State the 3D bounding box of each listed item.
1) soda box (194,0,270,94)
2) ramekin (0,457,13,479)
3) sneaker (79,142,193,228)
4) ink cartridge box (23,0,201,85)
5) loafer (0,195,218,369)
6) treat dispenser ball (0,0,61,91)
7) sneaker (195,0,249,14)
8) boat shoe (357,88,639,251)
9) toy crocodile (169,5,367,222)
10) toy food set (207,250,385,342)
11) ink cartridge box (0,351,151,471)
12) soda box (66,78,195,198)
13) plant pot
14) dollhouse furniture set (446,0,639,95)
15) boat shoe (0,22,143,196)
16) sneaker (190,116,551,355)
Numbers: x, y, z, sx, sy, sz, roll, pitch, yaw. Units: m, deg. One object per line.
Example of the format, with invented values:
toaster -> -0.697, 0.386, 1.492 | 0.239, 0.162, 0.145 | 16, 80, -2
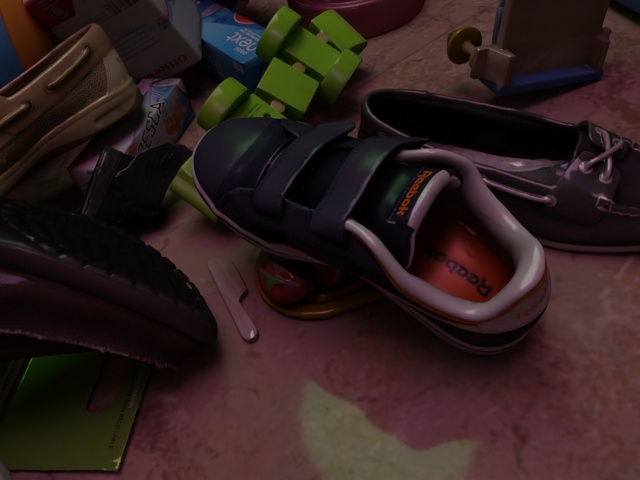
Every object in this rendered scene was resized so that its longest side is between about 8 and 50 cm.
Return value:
soda box -> -0.123, -0.262, 0.891 | 0.071, 0.067, 0.210 | -34, 48, -18
ramekin -> -0.271, 0.234, 0.410 | 0.207, 0.109, 0.207 | -8, 44, 8
sneaker -> -0.205, -0.033, 0.688 | 0.051, 0.089, 0.170 | 4, 75, 66
ink cartridge box -> -0.251, -0.295, 0.818 | 0.128, 0.176, 0.127 | -22, 52, 16
loafer -> -0.259, 0.035, 0.504 | 0.130, 0.366, 0.134 | -64, 23, 9
treat dispenser ball -> -0.466, -0.226, 0.791 | 0.288, 0.288, 0.288 | -8, 45, 8
sneaker -> -0.151, -0.412, 0.903 | 0.146, 0.293, 0.102 | 4, 76, -27
boat shoe -> 0.183, -0.072, 0.597 | 0.335, 0.095, 0.112 | 14, 51, 27
toy crocodile -> -0.048, -0.154, 0.743 | 0.115, 0.105, 0.340 | 33, 60, -4
toy food set -> 0.000, 0.000, 0.594 | 0.217, 0.071, 0.128 | -20, 44, -5
ink cartridge box -> -0.280, 0.092, 0.562 | 0.255, 0.097, 0.189 | -4, 45, 12
soda box -> -0.223, -0.122, 0.786 | 0.063, 0.058, 0.183 | 5, 48, 20
plant pot -> 0.040, -0.409, 0.913 | 0.201, 0.180, 0.201 | -7, 45, 7
dollhouse furniture set -> 0.274, -0.347, 0.709 | 0.303, 0.286, 0.198 | -14, 43, -15
boat shoe -> -0.351, -0.113, 0.678 | 0.121, 0.110, 0.341 | 13, 46, 45
sneaker -> 0.031, -0.032, 0.510 | 0.321, 0.127, 0.126 | 27, 71, 14
